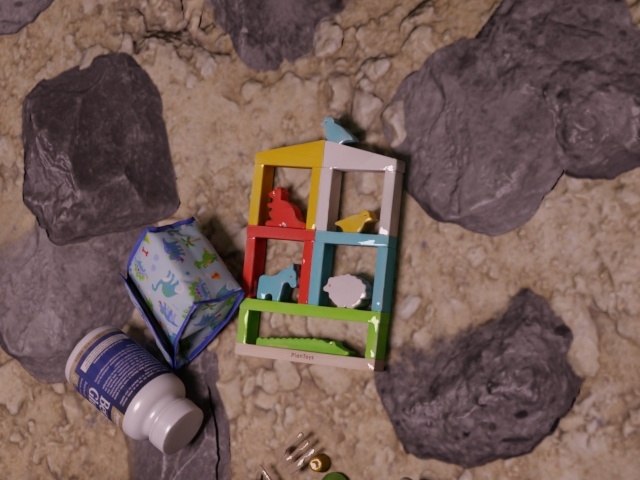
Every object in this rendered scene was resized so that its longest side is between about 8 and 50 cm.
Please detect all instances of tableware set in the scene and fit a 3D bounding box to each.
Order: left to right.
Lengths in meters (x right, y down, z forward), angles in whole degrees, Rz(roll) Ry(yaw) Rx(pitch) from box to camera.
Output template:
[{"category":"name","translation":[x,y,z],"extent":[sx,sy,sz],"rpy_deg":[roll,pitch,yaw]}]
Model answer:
[{"category":"tableware set","translation":[-0.040,0.307,1.634],"extent":[0.154,0.024,0.104],"rpy_deg":[-44,71,16]}]

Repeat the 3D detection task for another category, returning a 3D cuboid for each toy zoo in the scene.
[{"category":"toy zoo","translation":[0.000,0.000,1.637],"extent":[0.192,0.030,0.293],"rpy_deg":[4,87,28]}]

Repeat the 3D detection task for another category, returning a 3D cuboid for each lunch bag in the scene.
[{"category":"lunch bag","translation":[-0.180,0.069,1.691],"extent":[0.129,0.096,0.151],"rpy_deg":[57,139,23]}]

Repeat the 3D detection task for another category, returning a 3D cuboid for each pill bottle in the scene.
[{"category":"pill bottle","translation":[-0.227,0.187,1.701],"extent":[0.169,0.094,0.094],"rpy_deg":[36,101,26]}]

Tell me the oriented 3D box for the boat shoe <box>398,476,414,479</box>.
[{"category":"boat shoe","translation":[0.082,0.380,1.527],"extent":[0.068,0.081,0.228],"rpy_deg":[20,92,32]}]
